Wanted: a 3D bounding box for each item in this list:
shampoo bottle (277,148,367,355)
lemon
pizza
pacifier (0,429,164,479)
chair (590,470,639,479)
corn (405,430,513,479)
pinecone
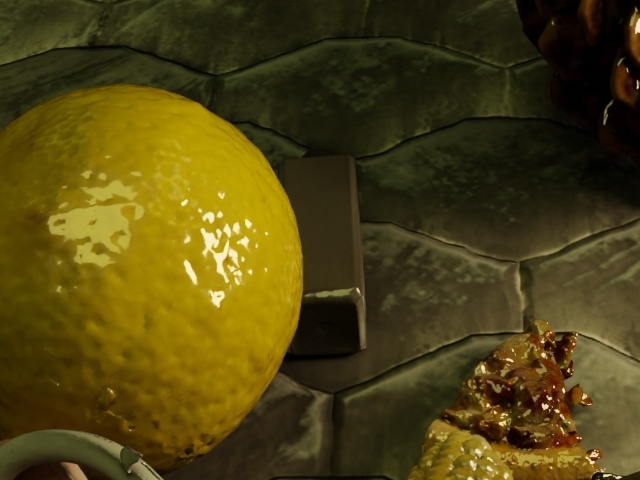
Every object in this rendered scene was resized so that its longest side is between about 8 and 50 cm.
[{"bbox_3d":[0.000,0.000,1.394,0.079,0.080,0.246,-3,40,1],"label":"shampoo bottle"},{"bbox_3d":[-0.168,0.034,1.200,0.336,0.336,0.336,-3,40,3],"label":"lemon"},{"bbox_3d":[0.174,0.128,1.231,0.154,0.069,0.194,5,43,14],"label":"pizza"},{"bbox_3d":[-0.141,0.271,1.004,0.332,0.273,0.220,27,77,31],"label":"pacifier"},{"bbox_3d":[0.246,0.237,0.917,0.188,0.272,0.166,15,63,-24],"label":"chair"},{"bbox_3d":[0.068,0.280,1.028,0.130,0.130,0.347,10,39,18],"label":"corn"},{"bbox_3d":[0.375,-0.256,1.441,0.397,0.398,0.398,-3,40,3],"label":"pinecone"}]
